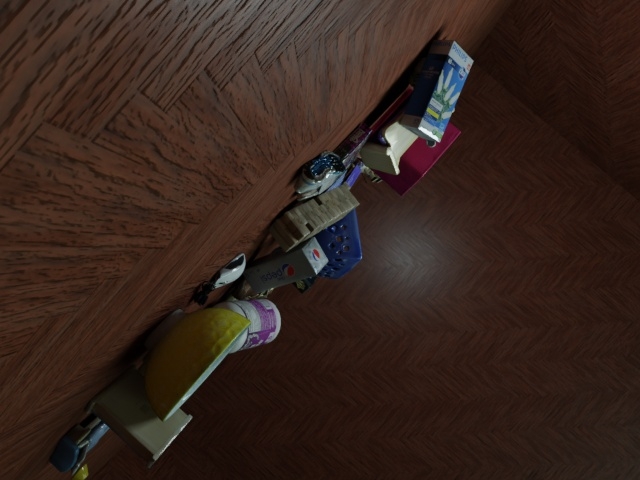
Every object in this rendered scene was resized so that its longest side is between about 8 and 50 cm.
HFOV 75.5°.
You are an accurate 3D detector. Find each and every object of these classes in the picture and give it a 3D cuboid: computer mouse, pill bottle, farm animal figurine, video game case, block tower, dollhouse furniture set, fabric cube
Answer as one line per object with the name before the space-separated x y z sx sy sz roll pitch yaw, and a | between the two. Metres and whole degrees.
computer mouse | -0.249 0.098 1.085 0.106 0.042 0.193 -52 176 41
pill bottle | -0.280 0.287 1.393 0.169 0.169 0.301 -49 156 17
farm animal figurine | 0.332 -0.422 2.051 0.327 0.172 0.330 -31 168 11
video game case | 0.054 -0.235 1.289 0.210 0.042 0.232 -47 178 -15
block tower | -0.007 -0.081 1.307 0.335 0.097 0.091 -35 175 -45
dollhouse furniture set | -0.483 0.480 1.082 0.303 0.198 0.286 -49 178 29
fabric cube | 0.334 -0.377 1.622 0.254 0.258 0.259 -47 178 -13

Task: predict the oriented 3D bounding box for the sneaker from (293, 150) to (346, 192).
sneaker | -0.007 -0.170 1.054 0.083 0.071 0.191 -42 174 39

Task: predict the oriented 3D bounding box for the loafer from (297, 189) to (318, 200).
loafer | -0.042 -0.142 1.200 0.045 0.039 0.125 -14 -172 20

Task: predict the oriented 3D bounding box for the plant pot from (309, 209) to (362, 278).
plant pot | 0.000 0.000 1.511 0.236 0.212 0.236 128 -41 -61

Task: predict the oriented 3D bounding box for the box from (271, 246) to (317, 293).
box | -0.119 0.122 1.819 0.051 0.220 0.175 -44 179 13

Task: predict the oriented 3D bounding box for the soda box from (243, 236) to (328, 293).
soda box | -0.121 0.085 1.353 0.286 0.098 0.091 -21 -164 36

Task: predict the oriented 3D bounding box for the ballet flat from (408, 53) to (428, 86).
ballet flat | 0.332 -0.550 1.284 0.188 0.070 0.070 -50 179 -26

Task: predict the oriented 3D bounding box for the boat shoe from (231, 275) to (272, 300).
boat shoe | -0.233 0.162 1.600 0.123 0.116 0.324 -50 178 20

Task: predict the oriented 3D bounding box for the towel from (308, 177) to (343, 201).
towel | 0.034 -0.200 1.625 0.243 0.040 0.336 -49 178 -10

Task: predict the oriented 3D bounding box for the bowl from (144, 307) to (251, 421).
bowl | -0.316 0.256 0.977 0.289 0.156 0.289 -49 178 -2

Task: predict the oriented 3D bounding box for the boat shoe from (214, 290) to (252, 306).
boat shoe | -0.357 0.305 1.526 0.123 0.123 0.342 -50 178 35

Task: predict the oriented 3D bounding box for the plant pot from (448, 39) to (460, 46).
plant pot | 0.416 -0.624 1.383 0.079 0.083 0.083 -30 165 -46

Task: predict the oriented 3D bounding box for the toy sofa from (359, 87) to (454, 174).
toy sofa | 0.276 -0.406 1.370 0.362 0.150 0.177 -48 136 -16

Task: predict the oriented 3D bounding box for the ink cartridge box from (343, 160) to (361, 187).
ink cartridge box | 0.117 -0.253 1.883 0.208 0.045 0.206 -50 -174 45

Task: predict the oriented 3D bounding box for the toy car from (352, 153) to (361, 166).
toy car | 0.149 -0.329 1.623 0.060 0.040 0.122 -48 178 -12

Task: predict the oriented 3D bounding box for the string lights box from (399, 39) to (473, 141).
string lights box | 0.350 -0.446 1.249 0.133 0.077 0.259 12 103 -45
